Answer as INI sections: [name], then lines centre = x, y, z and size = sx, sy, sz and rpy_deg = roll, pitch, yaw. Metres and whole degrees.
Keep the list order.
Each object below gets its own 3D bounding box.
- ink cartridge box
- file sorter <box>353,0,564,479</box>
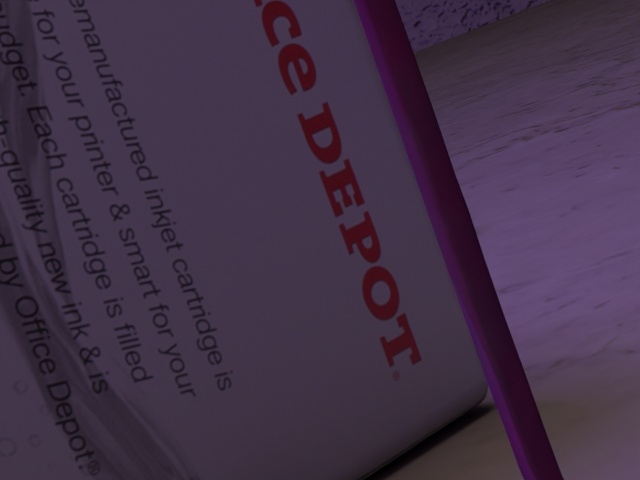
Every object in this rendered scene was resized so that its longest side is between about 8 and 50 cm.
[ink cartridge box]
centre = -0.126, 0.007, 0.451
size = 0.307, 0.223, 0.129
rpy_deg = -26, 9, -37
[file sorter]
centre = 0.174, -0.054, 0.279
size = 0.291, 0.182, 0.202
rpy_deg = -23, 7, -22
